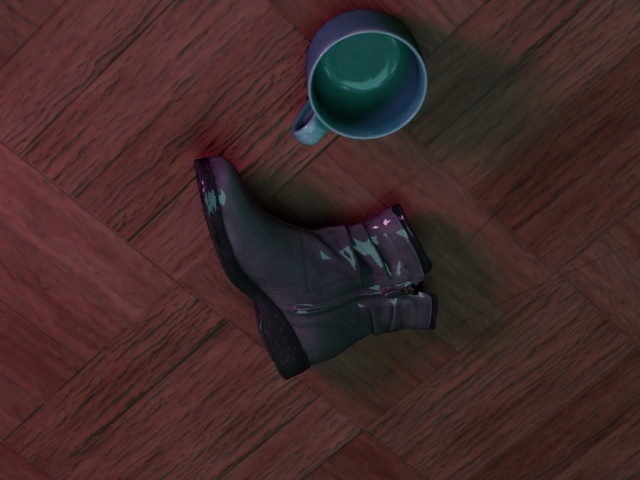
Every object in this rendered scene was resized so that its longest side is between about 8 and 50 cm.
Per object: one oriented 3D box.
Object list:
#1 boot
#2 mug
[{"bbox_3d":[0.000,0.000,1.636,0.223,0.118,0.338,-22,130,4],"label":"boot"},{"bbox_3d":[0.035,-0.186,1.528,0.158,0.097,0.129,-12,120,3],"label":"mug"}]
